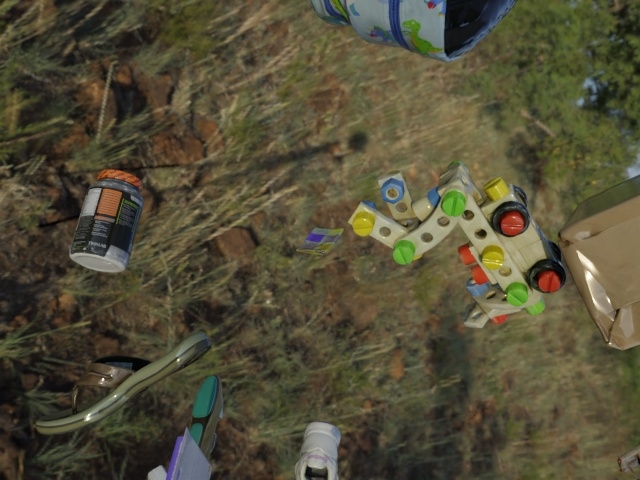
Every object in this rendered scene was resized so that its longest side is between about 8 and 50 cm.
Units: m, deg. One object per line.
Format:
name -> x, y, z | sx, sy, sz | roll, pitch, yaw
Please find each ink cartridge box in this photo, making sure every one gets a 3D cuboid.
ink cartridge box -> -0.274, 0.497, 1.327 | 0.208, 0.045, 0.206 | 81, 14, -50

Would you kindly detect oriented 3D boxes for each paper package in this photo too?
paper package -> 0.494, -0.022, 0.882 | 0.168, 0.310, 0.325 | 64, 26, 3

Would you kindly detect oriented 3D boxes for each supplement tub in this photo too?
supplement tub -> -0.428, -0.040, 1.386 | 0.117, 0.117, 0.190 | 43, 51, -55

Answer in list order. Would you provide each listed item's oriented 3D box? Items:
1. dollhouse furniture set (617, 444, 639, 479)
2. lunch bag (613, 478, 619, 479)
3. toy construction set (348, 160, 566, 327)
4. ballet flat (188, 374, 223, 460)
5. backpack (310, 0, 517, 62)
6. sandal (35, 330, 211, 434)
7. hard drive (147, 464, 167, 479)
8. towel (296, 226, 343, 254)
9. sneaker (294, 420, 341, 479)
dollhouse furniture set -> 0.689, 0.490, 1.355 | 0.183, 0.129, 0.129 | 59, 3, -44
lunch bag -> 0.612, 0.536, 1.424 | 0.083, 0.071, 0.053 | 29, 23, -47
toy construction set -> 0.214, 0.021, 0.974 | 0.327, 0.215, 0.151 | 45, 30, -31
ballet flat -> -0.282, 0.450, 1.683 | 0.073, 0.080, 0.232 | 43, 52, -41
backpack -> 0.143, -0.354, 0.802 | 0.355, 0.274, 0.290 | -70, 171, -45
sandal -> -0.316, 0.215, 1.093 | 0.086, 0.303, 0.120 | 59, 1, 2
hard drive -> -0.272, 0.697, 1.515 | 0.353, 0.047, 0.233 | 39, -38, 38
towel -> 0.000, 0.000, 1.179 | 0.083, 0.060, 0.009 | -50, 137, -48
sneaker -> -0.017, 0.579, 1.654 | 0.152, 0.114, 0.305 | -75, 169, -53
